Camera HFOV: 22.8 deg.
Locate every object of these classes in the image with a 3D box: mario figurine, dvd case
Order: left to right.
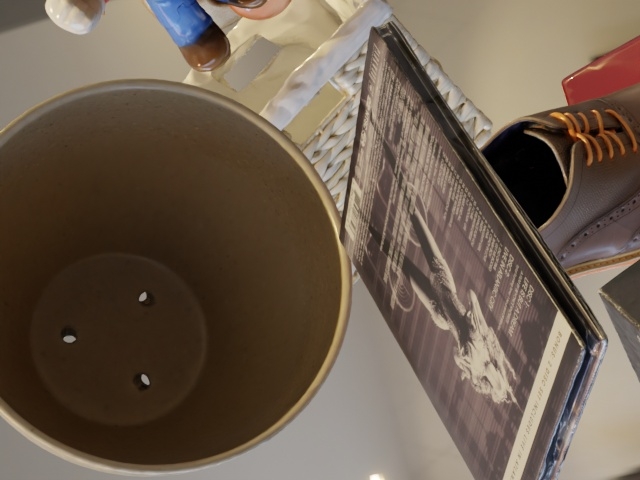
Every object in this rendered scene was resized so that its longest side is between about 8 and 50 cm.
[{"bbox_3d":[-0.159,-0.281,1.581,0.320,0.170,0.198,35,-128,-54],"label":"mario figurine"},{"bbox_3d":[0.068,0.021,0.801,0.164,0.018,0.221,98,151,-47],"label":"dvd case"}]

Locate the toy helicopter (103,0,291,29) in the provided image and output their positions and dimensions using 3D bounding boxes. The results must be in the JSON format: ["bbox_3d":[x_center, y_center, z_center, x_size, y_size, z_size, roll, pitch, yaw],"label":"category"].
[{"bbox_3d":[-0.191,-0.379,1.787,0.140,0.235,0.355,-101,-13,-51],"label":"toy helicopter"}]

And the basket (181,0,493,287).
[{"bbox_3d":[-0.005,-0.160,2.116,0.266,0.328,0.331,42,-179,-27],"label":"basket"}]

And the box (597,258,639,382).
[{"bbox_3d":[0.277,0.093,1.021,0.158,0.093,0.156,47,171,49],"label":"box"}]

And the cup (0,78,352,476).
[{"bbox_3d":[-0.162,0.059,1.371,0.237,0.331,0.331,127,135,-66],"label":"cup"}]

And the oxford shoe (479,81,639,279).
[{"bbox_3d":[0.209,-0.050,1.222,0.130,0.364,0.132,48,161,24],"label":"oxford shoe"}]

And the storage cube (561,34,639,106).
[{"bbox_3d":[0.419,-0.121,1.834,0.184,0.193,0.215,40,-149,-39],"label":"storage cube"}]
